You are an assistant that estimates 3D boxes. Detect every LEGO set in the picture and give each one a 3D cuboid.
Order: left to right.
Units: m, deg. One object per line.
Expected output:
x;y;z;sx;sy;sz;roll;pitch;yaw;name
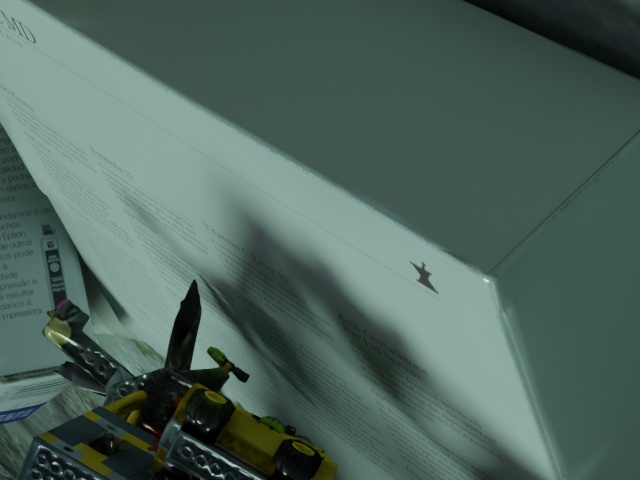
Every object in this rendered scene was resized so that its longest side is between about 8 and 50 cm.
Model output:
-0.044;0.201;0.704;0.255;0.331;0.192;20;-167;15;LEGO set

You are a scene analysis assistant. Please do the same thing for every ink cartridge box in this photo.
-0.213;-0.061;1.046;0.324;0.071;0.330;147;113;-72;ink cartridge box

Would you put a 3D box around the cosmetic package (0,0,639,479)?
0.000;0.000;0.722;0.377;0.097;0.284;33;159;40;cosmetic package

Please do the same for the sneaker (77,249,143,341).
-0.178;0.038;1.226;0.228;0.092;0.087;16;142;57;sneaker
